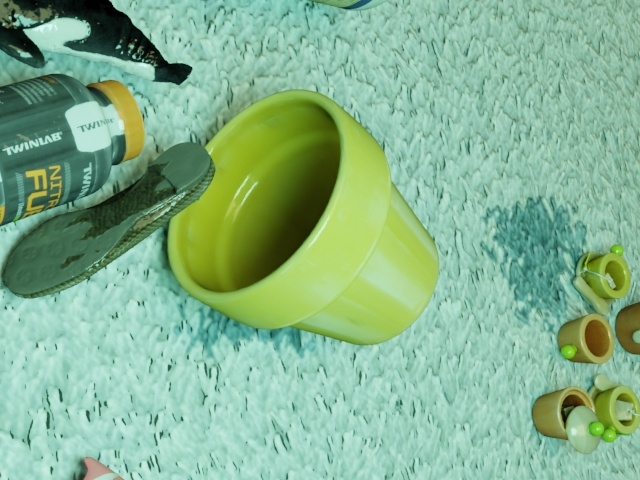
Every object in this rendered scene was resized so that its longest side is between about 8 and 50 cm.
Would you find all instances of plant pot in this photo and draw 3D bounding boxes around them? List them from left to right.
[{"bbox_3d":[0.000,0.000,1.139,0.239,0.254,0.253,36,59,-41],"label":"plant pot"}]

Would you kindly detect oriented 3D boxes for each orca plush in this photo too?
[{"bbox_3d":[-0.258,-0.241,1.039,0.287,0.102,0.151,24,29,-16],"label":"orca plush"}]

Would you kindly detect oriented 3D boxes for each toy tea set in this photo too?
[{"bbox_3d":[0.433,0.168,1.456,0.200,0.124,0.336,40,59,-21],"label":"toy tea set"}]

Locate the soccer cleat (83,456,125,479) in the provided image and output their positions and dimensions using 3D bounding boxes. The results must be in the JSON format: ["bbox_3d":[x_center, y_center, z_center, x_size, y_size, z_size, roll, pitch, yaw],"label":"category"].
[{"bbox_3d":[-0.281,0.307,0.966,0.248,0.083,0.095,-36,70,-30],"label":"soccer cleat"}]

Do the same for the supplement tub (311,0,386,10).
[{"bbox_3d":[-0.049,-0.405,1.193,0.316,0.228,0.228,4,76,-35],"label":"supplement tub"}]

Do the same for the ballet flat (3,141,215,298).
[{"bbox_3d":[-0.213,-0.015,1.067,0.250,0.058,0.084,-38,64,-18],"label":"ballet flat"}]

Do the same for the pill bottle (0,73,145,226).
[{"bbox_3d":[-0.296,-0.089,1.006,0.246,0.130,0.130,-24,93,-36],"label":"pill bottle"}]
